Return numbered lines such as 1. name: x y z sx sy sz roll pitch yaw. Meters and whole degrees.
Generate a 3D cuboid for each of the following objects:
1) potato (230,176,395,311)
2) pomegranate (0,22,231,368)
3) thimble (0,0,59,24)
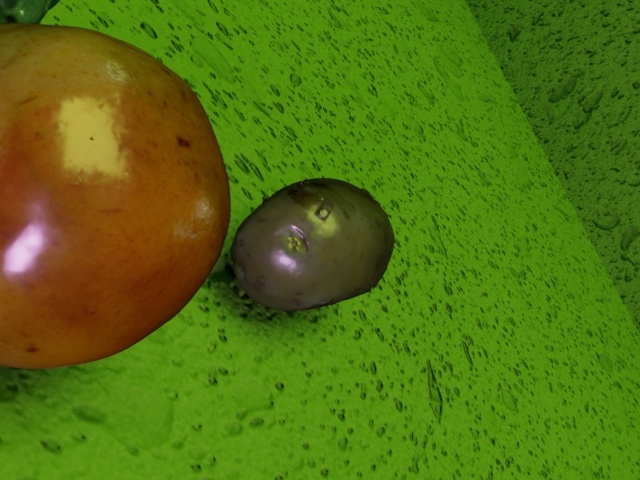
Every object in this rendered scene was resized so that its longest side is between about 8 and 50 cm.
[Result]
1. potato: 0.000 0.000 0.937 0.165 0.165 0.262 58 28 8
2. pomegranate: -0.204 -0.031 0.590 0.264 0.264 0.264 35 34 -29
3. thimble: -0.341 -0.259 0.700 0.235 0.198 0.143 15 41 -7
